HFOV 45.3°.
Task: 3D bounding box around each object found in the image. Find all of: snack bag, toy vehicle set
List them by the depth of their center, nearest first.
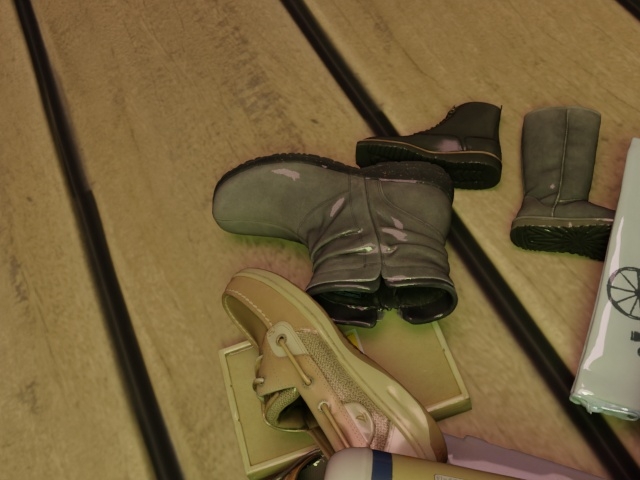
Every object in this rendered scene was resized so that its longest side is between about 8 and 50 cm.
[{"bbox_3d":[0.462,0.071,0.822,0.323,0.037,0.342,17,69,11],"label":"snack bag"},{"bbox_3d":[0.023,0.164,0.909,0.267,0.035,0.166,-19,54,1],"label":"toy vehicle set"}]

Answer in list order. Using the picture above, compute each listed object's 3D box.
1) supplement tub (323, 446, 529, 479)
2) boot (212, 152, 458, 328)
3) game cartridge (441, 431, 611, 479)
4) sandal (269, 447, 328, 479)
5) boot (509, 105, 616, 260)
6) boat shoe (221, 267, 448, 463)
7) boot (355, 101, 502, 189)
[{"bbox_3d":[0.140,0.297,0.578,0.316,0.228,0.228,11,59,4],"label":"supplement tub"},{"bbox_3d":[0.000,0.000,0.951,0.338,0.118,0.222,-3,43,16],"label":"boot"},{"bbox_3d":[0.223,0.330,0.731,0.355,0.068,0.230,14,57,22],"label":"game cartridge"},{"bbox_3d":[-0.005,0.272,0.806,0.219,0.060,0.090,-36,77,-4],"label":"sandal"},{"bbox_3d":[0.340,-0.079,0.982,0.190,0.076,0.208,10,53,18],"label":"boot"},{"bbox_3d":[-0.021,0.144,0.814,0.110,0.121,0.341,-34,45,-20],"label":"boat shoe"},{"bbox_3d":[0.156,-0.144,1.074,0.198,0.077,0.137,11,54,6],"label":"boot"}]
